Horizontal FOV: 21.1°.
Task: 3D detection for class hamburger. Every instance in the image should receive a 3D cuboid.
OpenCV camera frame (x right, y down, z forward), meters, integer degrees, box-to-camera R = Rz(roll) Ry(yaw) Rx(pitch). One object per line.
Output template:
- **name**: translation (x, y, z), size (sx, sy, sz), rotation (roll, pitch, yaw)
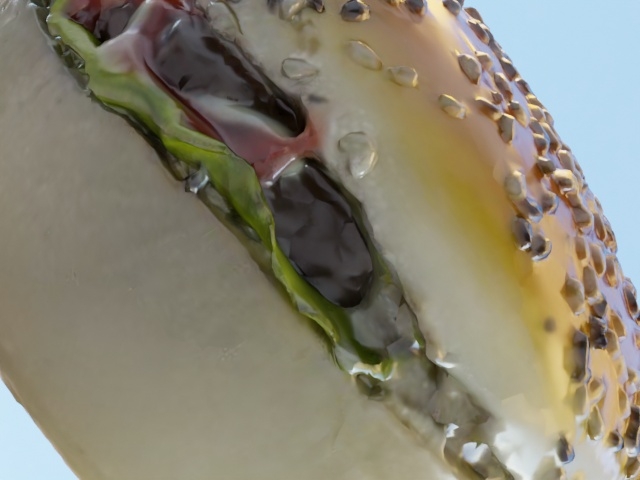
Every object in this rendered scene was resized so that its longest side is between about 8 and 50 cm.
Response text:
- **hamburger**: translation (0.000, 0.000, 0.584), size (0.176, 0.300, 0.300), rotation (-36, -120, 7)
